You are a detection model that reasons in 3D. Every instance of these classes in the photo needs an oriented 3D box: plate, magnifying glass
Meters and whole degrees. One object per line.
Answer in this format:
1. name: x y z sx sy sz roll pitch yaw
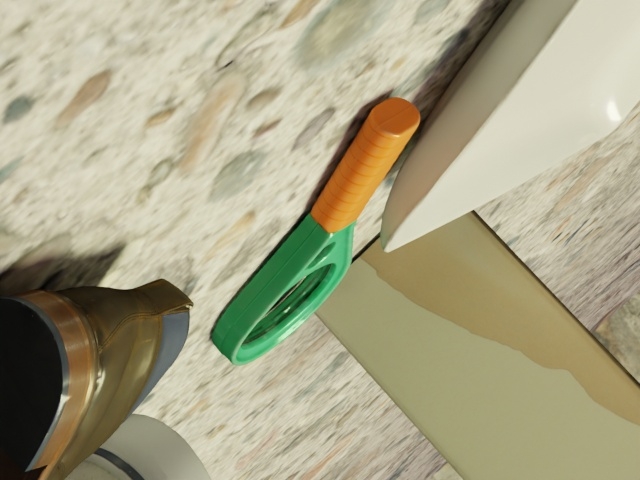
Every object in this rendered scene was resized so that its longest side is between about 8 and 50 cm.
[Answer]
1. plate: 0.165 -0.130 0.975 0.278 0.045 0.277 -28 161 -47
2. magnifying glass: 0.000 0.000 0.950 0.092 0.026 0.231 -32 162 -37

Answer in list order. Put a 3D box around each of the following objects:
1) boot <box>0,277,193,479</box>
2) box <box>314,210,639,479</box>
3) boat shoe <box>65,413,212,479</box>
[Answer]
1. boot: -0.134 0.102 0.766 0.106 0.082 0.219 -18 150 -55
2. box: 0.149 0.119 1.119 0.121 0.311 0.148 -44 166 5
3. boat shoe: -0.179 0.218 0.927 0.156 0.136 0.367 -27 170 -39
